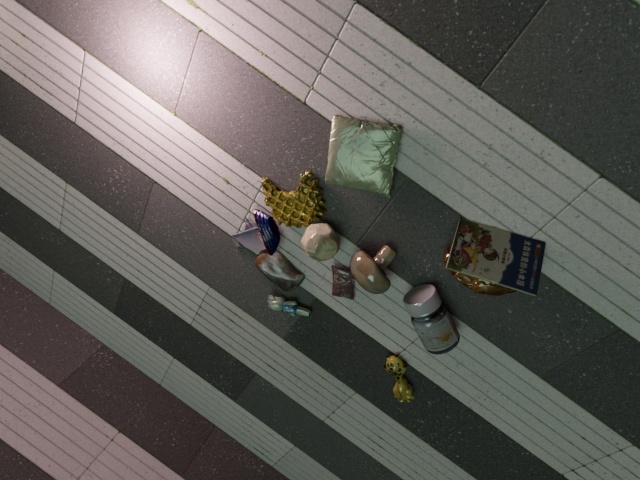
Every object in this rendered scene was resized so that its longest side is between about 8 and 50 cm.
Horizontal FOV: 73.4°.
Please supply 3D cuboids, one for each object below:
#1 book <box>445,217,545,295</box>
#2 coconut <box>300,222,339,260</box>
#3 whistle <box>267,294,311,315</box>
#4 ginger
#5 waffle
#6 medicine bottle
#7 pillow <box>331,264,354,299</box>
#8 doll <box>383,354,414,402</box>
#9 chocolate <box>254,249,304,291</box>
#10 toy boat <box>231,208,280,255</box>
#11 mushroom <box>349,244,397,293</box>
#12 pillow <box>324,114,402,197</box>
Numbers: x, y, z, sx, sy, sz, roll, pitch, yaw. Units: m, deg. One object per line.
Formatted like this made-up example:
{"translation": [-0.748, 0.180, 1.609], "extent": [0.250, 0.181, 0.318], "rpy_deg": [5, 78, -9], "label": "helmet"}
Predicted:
{"translation": [0.646, 0.053, 1.580], "extent": [0.321, 0.229, 0.018], "rpy_deg": [16, 155, 14], "label": "book"}
{"translation": [-0.003, 0.001, 1.870], "extent": [0.160, 0.162, 0.161], "rpy_deg": [-11, 121, -18], "label": "coconut"}
{"translation": [-0.161, 0.337, 2.196], "extent": [0.235, 0.077, 0.114], "rpy_deg": [13, 133, 10], "label": "whistle"}
{"translation": [0.627, 0.119, 1.646], "extent": [0.320, 0.172, 0.165], "rpy_deg": [17, 130, 13], "label": "ginger"}
{"translation": [-0.120, -0.166, 1.876], "extent": [0.292, 0.069, 0.260], "rpy_deg": [-6, 115, 28], "label": "waffle"}
{"translation": [0.477, 0.339, 1.849], "extent": [0.165, 0.165, 0.274], "rpy_deg": [-18, 111, 31], "label": "medicine bottle"}
{"translation": [0.106, 0.195, 2.007], "extent": [0.117, 0.043, 0.185], "rpy_deg": [9, 125, 12], "label": "pillow"}
{"translation": [0.395, 0.691, 2.147], "extent": [0.117, 0.086, 0.292], "rpy_deg": [-7, 114, 32], "label": "doll"}
{"translation": [-0.212, 0.155, 2.100], "extent": [0.254, 0.080, 0.157], "rpy_deg": [43, 127, -5], "label": "chocolate"}
{"translation": [-0.307, -0.006, 2.044], "extent": [0.219, 0.072, 0.318], "rpy_deg": [52, 129, 4], "label": "toy boat"}
{"translation": [0.224, 0.118, 1.842], "extent": [0.206, 0.209, 0.206], "rpy_deg": [25, 156, 12], "label": "mushroom"}
{"translation": [0.161, -0.324, 1.653], "extent": [0.273, 0.076, 0.281], "rpy_deg": [13, 117, 14], "label": "pillow"}
